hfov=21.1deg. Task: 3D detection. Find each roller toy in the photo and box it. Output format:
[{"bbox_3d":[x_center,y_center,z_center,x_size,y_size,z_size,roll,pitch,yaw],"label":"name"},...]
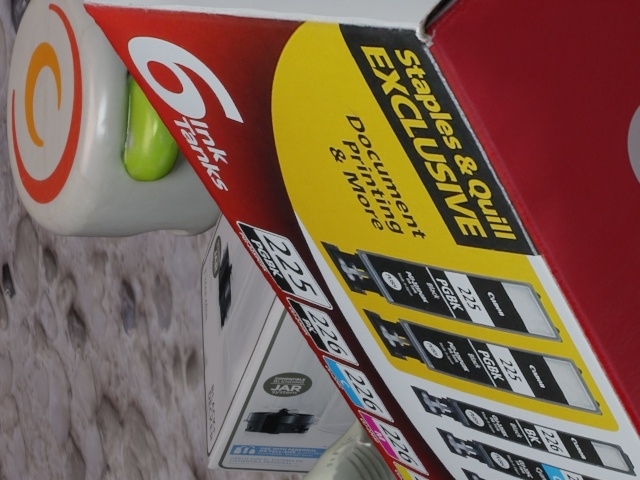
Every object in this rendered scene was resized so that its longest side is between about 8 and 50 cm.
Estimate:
[{"bbox_3d":[-0.136,-0.100,1.264,0.191,0.146,0.209,-54,45,45],"label":"roller toy"}]

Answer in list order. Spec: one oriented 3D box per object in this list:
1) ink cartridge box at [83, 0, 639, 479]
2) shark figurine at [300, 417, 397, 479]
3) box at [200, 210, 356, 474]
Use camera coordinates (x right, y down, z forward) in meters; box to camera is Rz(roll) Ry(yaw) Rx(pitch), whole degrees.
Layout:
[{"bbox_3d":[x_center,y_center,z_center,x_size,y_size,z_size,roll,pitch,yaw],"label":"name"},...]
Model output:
[{"bbox_3d":[0.097,-0.001,0.655,0.272,0.130,0.309,13,142,52],"label":"ink cartridge box"},{"bbox_3d":[0.093,0.083,0.957,0.116,0.166,0.278,39,114,10],"label":"shark figurine"},{"bbox_3d":[0.000,0.000,1.037,0.290,0.087,0.169,112,159,-48],"label":"box"}]
